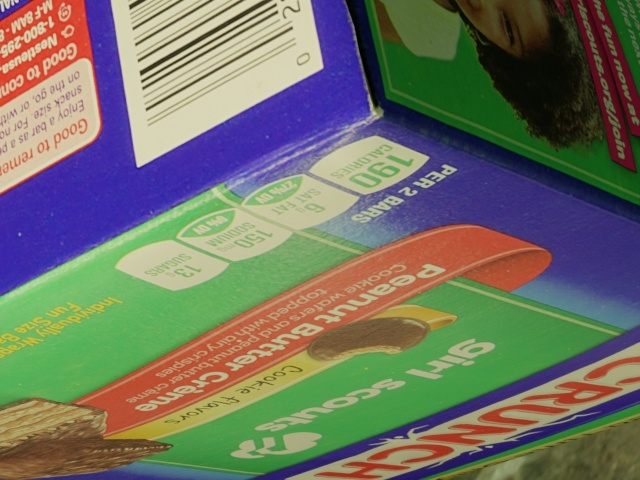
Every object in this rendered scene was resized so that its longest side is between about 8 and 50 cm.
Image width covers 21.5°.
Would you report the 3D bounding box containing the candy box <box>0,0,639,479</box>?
[{"bbox_3d":[0.000,0.000,0.572,0.268,0.122,0.317,-25,155,33],"label":"candy box"}]
